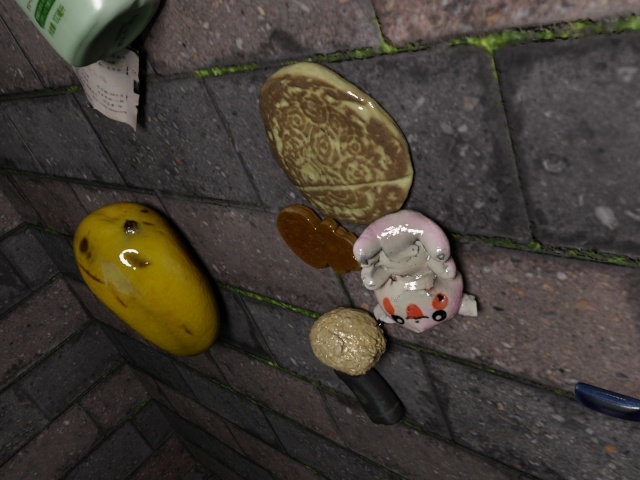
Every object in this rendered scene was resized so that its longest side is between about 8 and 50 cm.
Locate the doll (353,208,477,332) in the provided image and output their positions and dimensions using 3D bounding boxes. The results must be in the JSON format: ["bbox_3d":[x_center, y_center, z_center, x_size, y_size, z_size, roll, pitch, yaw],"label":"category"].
[{"bbox_3d":[0.119,0.045,0.782,0.149,0.095,0.192,-9,126,19],"label":"doll"}]

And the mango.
[{"bbox_3d":[-0.382,0.110,1.368,0.301,0.220,0.445,15,140,38],"label":"mango"}]

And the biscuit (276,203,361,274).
[{"bbox_3d":[0.000,0.000,0.954,0.175,0.026,0.124,20,141,38],"label":"biscuit"}]

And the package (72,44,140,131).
[{"bbox_3d":[-0.405,-0.334,1.041,0.251,0.062,0.204,46,148,10],"label":"package"}]

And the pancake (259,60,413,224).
[{"bbox_3d":[0.011,-0.123,0.794,0.250,0.031,0.250,31,146,24],"label":"pancake"}]

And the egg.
[{"bbox_3d":[0.046,0.170,1.004,0.140,0.118,0.116,2,111,39],"label":"egg"}]

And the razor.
[{"bbox_3d":[0.091,0.284,1.137,0.148,0.054,0.090,53,149,-8],"label":"razor"}]

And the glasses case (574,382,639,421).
[{"bbox_3d":[0.361,0.206,0.748,0.083,0.023,0.033,12,133,44],"label":"glasses case"}]

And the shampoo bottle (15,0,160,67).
[{"bbox_3d":[-0.389,-0.430,0.820,0.349,0.151,0.222,54,142,-9],"label":"shampoo bottle"}]
